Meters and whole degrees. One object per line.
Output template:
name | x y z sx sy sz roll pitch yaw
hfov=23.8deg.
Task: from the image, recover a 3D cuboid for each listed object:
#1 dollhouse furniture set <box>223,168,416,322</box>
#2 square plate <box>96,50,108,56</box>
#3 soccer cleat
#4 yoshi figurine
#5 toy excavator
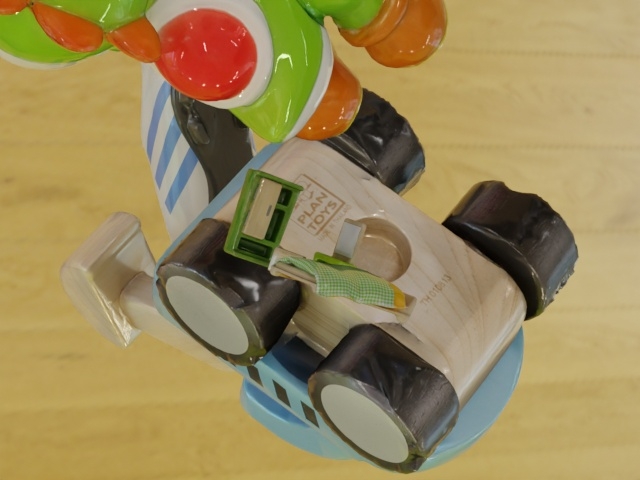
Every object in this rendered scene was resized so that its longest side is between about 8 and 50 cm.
dollhouse furniture set | 0.000 0.000 0.942 0.076 0.151 0.058 19 91 -33
square plate | -0.326 -0.390 1.921 0.347 0.049 0.344 29 146 -32
soccer cleat | -0.118 -0.058 1.585 0.116 0.143 0.331 -19 115 -28
yoshi figurine | -0.107 -0.176 0.881 0.362 0.203 0.203 9 94 -45
toy excavator | -0.047 0.063 1.314 0.222 0.433 0.445 -49 167 -28
